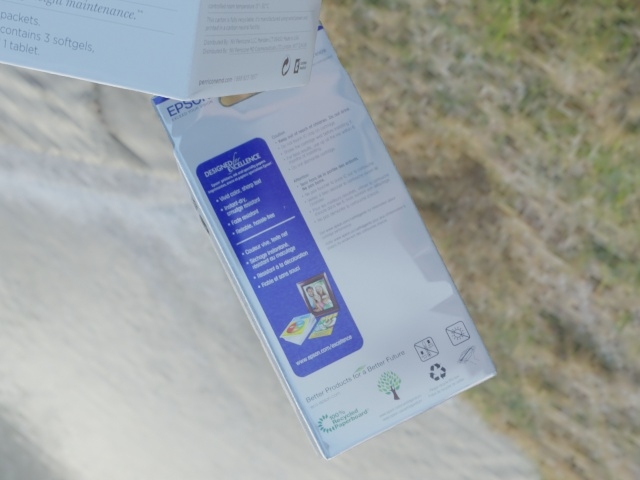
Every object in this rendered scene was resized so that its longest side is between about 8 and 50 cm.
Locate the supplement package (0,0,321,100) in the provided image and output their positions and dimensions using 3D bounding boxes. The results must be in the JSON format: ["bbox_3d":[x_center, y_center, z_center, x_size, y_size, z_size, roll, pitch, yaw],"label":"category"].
[{"bbox_3d":[-0.072,-0.197,0.705,0.139,0.134,0.244,13,103,20],"label":"supplement package"}]

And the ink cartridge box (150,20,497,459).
[{"bbox_3d":[0.000,0.000,1.325,0.333,0.165,0.065,65,171,2],"label":"ink cartridge box"}]
